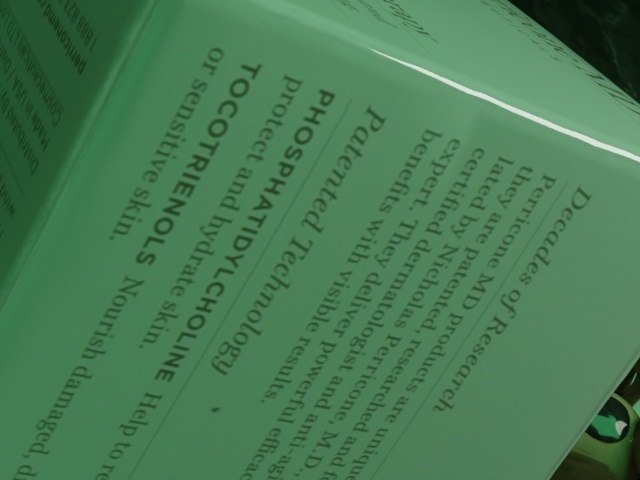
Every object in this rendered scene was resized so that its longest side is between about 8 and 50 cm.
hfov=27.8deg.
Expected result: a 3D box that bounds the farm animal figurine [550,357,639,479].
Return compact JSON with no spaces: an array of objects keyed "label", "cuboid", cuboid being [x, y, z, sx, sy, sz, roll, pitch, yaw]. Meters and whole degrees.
[{"label":"farm animal figurine","cuboid":[0.226,0.145,0.985,0.327,0.172,0.330,11,44,-5]}]

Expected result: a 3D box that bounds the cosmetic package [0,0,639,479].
[{"label":"cosmetic package","cuboid":[-0.046,-0.022,0.787,0.394,0.327,0.329,16,24,-36]}]
